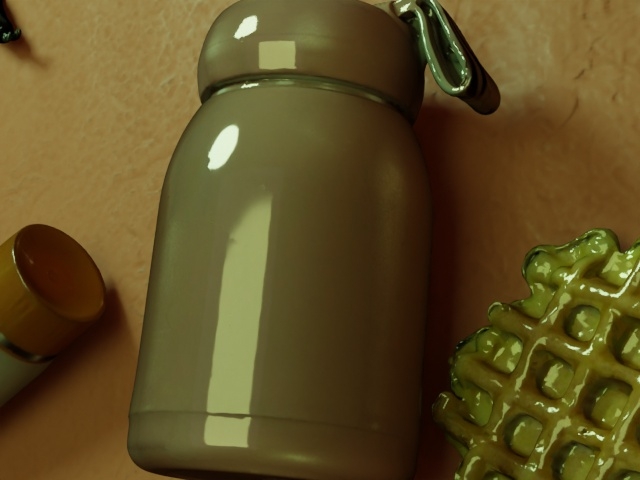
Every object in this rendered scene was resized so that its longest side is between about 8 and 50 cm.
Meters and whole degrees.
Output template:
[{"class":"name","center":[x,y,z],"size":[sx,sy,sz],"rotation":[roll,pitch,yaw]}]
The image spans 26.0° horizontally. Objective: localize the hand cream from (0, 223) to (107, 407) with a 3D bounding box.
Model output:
[{"class":"hand cream","center":[-0.293,0.111,1.038],"size":[0.314,0.089,0.139],"rotation":[-33,60,25]}]

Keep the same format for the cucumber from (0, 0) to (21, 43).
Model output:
[{"class":"cucumber","center":[-0.286,-0.205,1.152],"size":[0.039,0.043,0.163],"rotation":[-27,58,-24]}]

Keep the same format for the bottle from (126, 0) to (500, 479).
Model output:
[{"class":"bottle","center":[0.000,0.000,0.835],"size":[0.206,0.173,0.297],"rotation":[-2,73,27]}]

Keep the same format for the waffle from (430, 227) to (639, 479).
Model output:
[{"class":"waffle","center":[0.180,0.099,0.765],"size":[0.238,0.059,0.243],"rotation":[-28,61,26]}]
